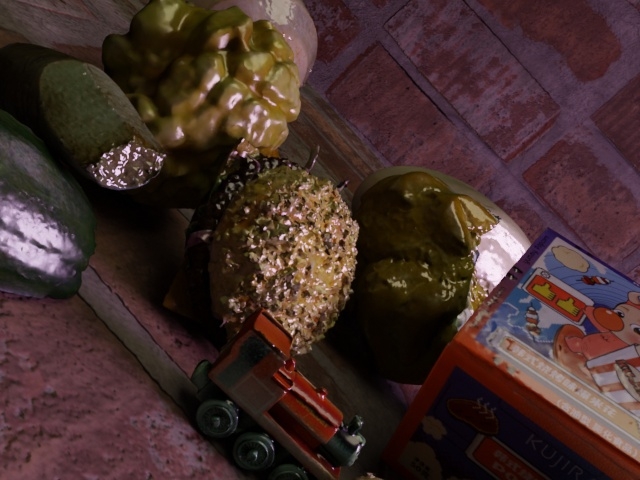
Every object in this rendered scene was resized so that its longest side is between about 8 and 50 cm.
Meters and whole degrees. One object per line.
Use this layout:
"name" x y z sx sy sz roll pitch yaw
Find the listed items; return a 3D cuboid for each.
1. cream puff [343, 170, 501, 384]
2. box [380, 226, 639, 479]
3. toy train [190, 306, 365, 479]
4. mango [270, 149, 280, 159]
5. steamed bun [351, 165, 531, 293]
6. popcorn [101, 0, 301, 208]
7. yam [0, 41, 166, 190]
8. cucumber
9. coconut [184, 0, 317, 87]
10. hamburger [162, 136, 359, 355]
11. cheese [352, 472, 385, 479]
"cream puff" 0.125 0.068 1.175 0.274 0.270 0.323 20 -46 35
"box" 0.325 0.215 0.912 0.348 0.257 0.318 36 41 18
"toy train" -0.036 0.161 0.689 0.176 0.118 0.074 44 18 -5
"mango" -0.170 -0.156 1.172 0.262 0.109 0.157 29 32 -38
"steamed bun" 0.294 0.028 1.622 0.456 0.290 0.371 42 14 -18
"popcorn" -0.159 -0.163 0.888 0.270 0.258 0.224 12 -7 26
"yam" -0.250 -0.130 0.729 0.259 0.106 0.106 27 -3 43
"cucumber" -0.294 -0.057 0.577 0.325 0.105 0.145 39 15 -38
"coconut" -0.166 -0.431 1.556 0.323 0.323 0.323 43 15 -15
"hamburger" -0.043 0.015 0.829 0.138 0.262 0.243 8 -13 36
"cheese" 0.058 0.304 0.638 0.123 0.093 0.167 49 15 -35
